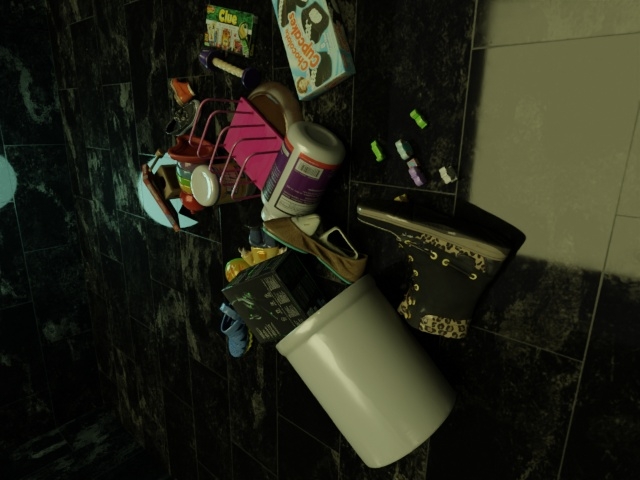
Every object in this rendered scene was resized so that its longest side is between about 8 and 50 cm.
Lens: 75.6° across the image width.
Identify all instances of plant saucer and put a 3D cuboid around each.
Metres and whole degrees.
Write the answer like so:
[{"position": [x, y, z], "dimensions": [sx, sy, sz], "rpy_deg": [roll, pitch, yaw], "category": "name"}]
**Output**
[{"position": [-0.182, -0.377, 1.402], "dimensions": [0.310, 0.050, 0.312], "rpy_deg": [12, 108, 39], "category": "plant saucer"}]

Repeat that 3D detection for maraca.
[{"position": [-0.284, 0.128, 1.598], "dimensions": [0.185, 0.099, 0.128], "rpy_deg": [0, 113, 17], "category": "maraca"}]

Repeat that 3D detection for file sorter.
[{"position": [-0.269, -0.299, 1.342], "dimensions": [0.291, 0.182, 0.202], "rpy_deg": [49, 129, 21], "category": "file sorter"}]

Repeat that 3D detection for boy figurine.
[{"position": [-0.205, 0.055, 1.476], "dimensions": [0.177, 0.092, 0.286], "rpy_deg": [4, 119, 3], "category": "boy figurine"}]

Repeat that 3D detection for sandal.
[{"position": [-0.352, 0.344, 1.686], "dimensions": [0.126, 0.138, 0.318], "rpy_deg": [22, 117, 34], "category": "sandal"}]

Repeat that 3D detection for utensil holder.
[{"position": [0.122, 0.340, 1.119], "dimensions": [0.386, 0.327, 0.327], "rpy_deg": [52, 130, 9], "category": "utensil holder"}]

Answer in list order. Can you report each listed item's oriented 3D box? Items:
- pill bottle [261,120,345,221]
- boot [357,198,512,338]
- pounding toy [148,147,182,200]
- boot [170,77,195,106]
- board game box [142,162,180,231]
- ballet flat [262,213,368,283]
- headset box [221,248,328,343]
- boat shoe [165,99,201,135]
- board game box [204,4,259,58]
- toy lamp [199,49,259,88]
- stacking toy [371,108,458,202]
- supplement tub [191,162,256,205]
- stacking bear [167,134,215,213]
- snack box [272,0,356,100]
[{"position": [-0.067, -0.183, 1.258], "dimensions": [0.181, 0.181, 0.323], "rpy_deg": [48, 128, 22], "category": "pill bottle"}, {"position": [0.247, 0.066, 1.047], "dimensions": [0.376, 0.138, 0.285], "rpy_deg": [18, 117, 16], "category": "boot"}, {"position": [-0.659, -0.281, 1.762], "dimensions": [0.094, 0.181, 0.206], "rpy_deg": [-32, 79, 42], "category": "pounding toy"}, {"position": [-0.552, -0.615, 1.670], "dimensions": [0.084, 0.059, 0.158], "rpy_deg": [-34, 60, 10], "category": "boot"}, {"position": [-0.688, -0.183, 1.790], "dimensions": [0.145, 0.027, 0.282], "rpy_deg": [-119, 8, -48], "category": "board game box"}, {"position": [0.000, 0.000, 1.220], "dimensions": [0.342, 0.116, 0.124], "rpy_deg": [33, 107, -10], "category": "ballet flat"}, {"position": [-0.158, 0.200, 1.400], "dimensions": [0.282, 0.131, 0.247], "rpy_deg": [-23, 107, 35], "category": "headset box"}, {"position": [-0.570, -0.501, 1.696], "dimensions": [0.228, 0.076, 0.080], "rpy_deg": [-21, 87, 43], "category": "boat shoe"}, {"position": [-0.316, -0.731, 1.440], "dimensions": [0.259, 0.030, 0.136], "rpy_deg": [30, 118, 33], "category": "board game box"}, {"position": [-0.328, -0.609, 1.452], "dimensions": [0.274, 0.080, 0.080], "rpy_deg": [36, 123, 28], "category": "toy lamp"}, {"position": [0.233, -0.203, 1.071], "dimensions": [0.166, 0.052, 0.221], "rpy_deg": [-33, 78, 42], "category": "stacking toy"}, {"position": [-0.345, -0.206, 1.488], "dimensions": [0.144, 0.199, 0.145], "rpy_deg": [13, 111, 39], "category": "supplement tub"}, {"position": [-0.504, -0.246, 1.656], "dimensions": [0.164, 0.176, 0.289], "rpy_deg": [10, 129, -4], "category": "stacking bear"}, {"position": [-0.024, -0.597, 1.191], "dimensions": [0.187, 0.060, 0.323], "rpy_deg": [-15, 91, 44], "category": "snack box"}]
